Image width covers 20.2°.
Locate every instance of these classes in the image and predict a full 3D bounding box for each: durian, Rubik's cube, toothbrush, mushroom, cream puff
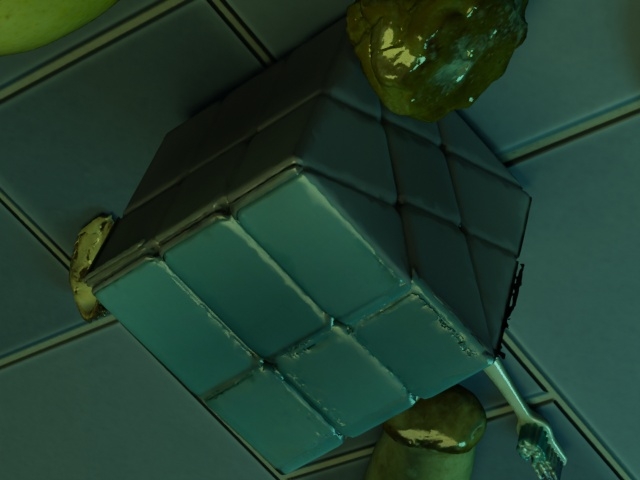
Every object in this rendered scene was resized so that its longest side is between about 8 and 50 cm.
[{"bbox_3d":[-0.194,0.028,1.646,0.066,0.052,0.130,52,139,25],"label":"durian"},{"bbox_3d":[0.000,0.000,1.373,0.225,0.221,0.231,-32,112,32],"label":"Rubik's cube"},{"bbox_3d":[0.110,0.058,1.553,0.042,0.040,0.418,-18,119,30],"label":"toothbrush"},{"bbox_3d":[0.087,0.231,1.698,0.100,0.081,0.312,26,142,12],"label":"mushroom"},{"bbox_3d":[0.074,-0.166,1.291,0.116,0.146,0.146,51,144,26],"label":"cream puff"}]

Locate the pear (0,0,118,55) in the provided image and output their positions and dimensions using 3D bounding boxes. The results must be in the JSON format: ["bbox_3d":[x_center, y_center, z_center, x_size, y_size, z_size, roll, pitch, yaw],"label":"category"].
[{"bbox_3d":[-0.251,-0.266,1.192,0.309,0.309,0.309,11,135,11],"label":"pear"}]
